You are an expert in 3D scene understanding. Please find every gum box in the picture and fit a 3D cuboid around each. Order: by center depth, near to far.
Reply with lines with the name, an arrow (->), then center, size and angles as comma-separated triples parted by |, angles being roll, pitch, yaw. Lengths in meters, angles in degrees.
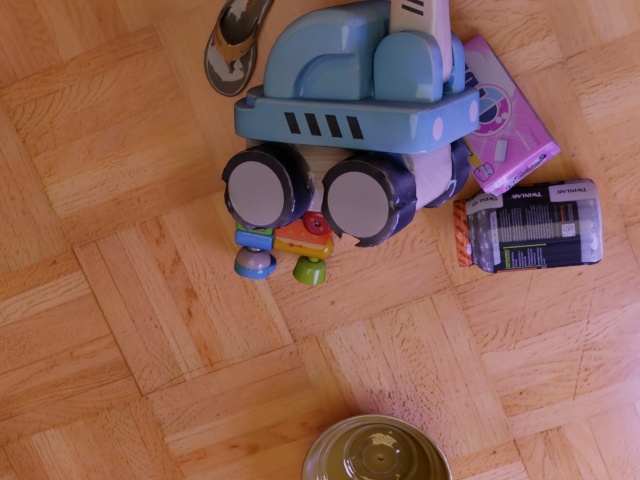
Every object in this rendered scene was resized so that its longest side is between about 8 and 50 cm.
gum box -> 0.219, -0.158, 1.545 | 0.107, 0.062, 0.188 | -36, 72, 15

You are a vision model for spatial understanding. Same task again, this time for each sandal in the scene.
sandal -> -0.111, -0.280, 1.598 | 0.072, 0.049, 0.180 | 23, 108, 0

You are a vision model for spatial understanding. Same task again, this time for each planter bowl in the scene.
planter bowl -> 0.085, 0.333, 1.735 | 0.217, 0.090, 0.217 | 2, 108, 7

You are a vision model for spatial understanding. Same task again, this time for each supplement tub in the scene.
supplement tub -> 0.276, -0.018, 1.591 | 0.190, 0.117, 0.117 | -5, 106, 8

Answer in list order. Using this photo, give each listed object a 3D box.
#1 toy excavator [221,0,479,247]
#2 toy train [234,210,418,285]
toy excavator -> 0.091, -0.232, 1.392 | 0.433, 0.222, 0.445 | 7, 110, 29
toy train -> 0.000, 0.000, 1.646 | 0.248, 0.105, 0.143 | 11, 118, 4
